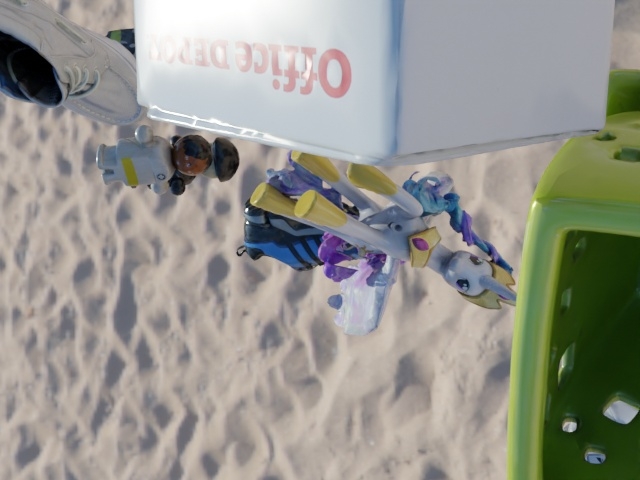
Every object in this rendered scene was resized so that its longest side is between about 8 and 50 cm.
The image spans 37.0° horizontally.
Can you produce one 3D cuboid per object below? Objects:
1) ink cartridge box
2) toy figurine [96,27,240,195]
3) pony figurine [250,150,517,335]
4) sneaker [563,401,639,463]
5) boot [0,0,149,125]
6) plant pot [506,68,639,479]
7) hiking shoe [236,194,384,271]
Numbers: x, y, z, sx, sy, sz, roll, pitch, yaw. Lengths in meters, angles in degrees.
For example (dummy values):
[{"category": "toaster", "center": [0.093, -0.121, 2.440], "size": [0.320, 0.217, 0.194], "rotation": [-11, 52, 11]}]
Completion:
[{"category": "ink cartridge box", "center": [0.011, -0.190, 0.400], "size": [0.211, 0.121, 0.289], "rotation": [20, 115, 52]}, {"category": "toy figurine", "center": [-0.189, -0.163, 1.189], "size": [0.209, 0.148, 0.213], "rotation": [-25, -70, -87]}, {"category": "pony figurine", "center": [0.087, -0.008, 1.408], "size": [0.303, 0.363, 0.351], "rotation": [-63, 24, -5]}, {"category": "sneaker", "center": [0.443, 0.297, 1.214], "size": [0.366, 0.210, 0.137], "rotation": [-97, -8, -74]}, {"category": "boot", "center": [-0.257, -0.160, 0.924], "size": [0.095, 0.258, 0.123], "rotation": [-37, 46, 19]}, {"category": "plant pot", "center": [0.236, 0.033, 0.530], "size": [0.228, 0.207, 0.227], "rotation": [9, 126, 18]}, {"category": "hiking shoe", "center": [0.000, 0.000, 1.794], "size": [0.113, 0.304, 0.132], "rotation": [-68, -9, -55]}]
